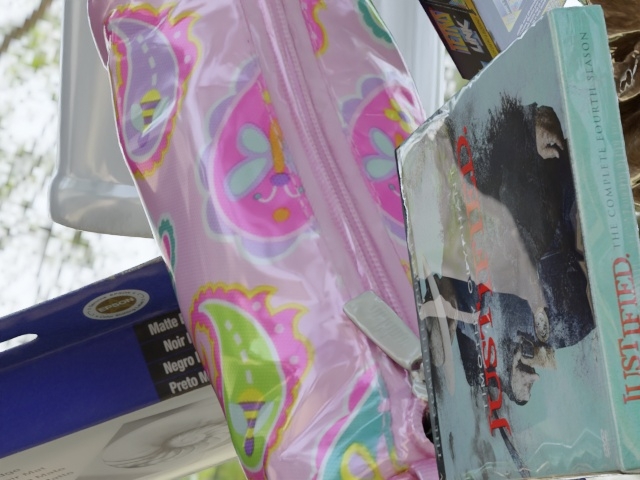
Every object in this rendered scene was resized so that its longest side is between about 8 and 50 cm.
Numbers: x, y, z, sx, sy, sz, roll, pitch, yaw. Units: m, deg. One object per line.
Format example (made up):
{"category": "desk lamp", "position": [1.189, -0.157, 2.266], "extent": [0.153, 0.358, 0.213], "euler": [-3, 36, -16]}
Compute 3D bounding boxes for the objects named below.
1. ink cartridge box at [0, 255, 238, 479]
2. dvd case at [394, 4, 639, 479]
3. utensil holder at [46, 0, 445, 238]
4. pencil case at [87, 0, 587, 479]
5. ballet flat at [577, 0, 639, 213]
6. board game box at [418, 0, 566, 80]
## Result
{"category": "ink cartridge box", "position": [-0.127, 0.090, 0.817], "extent": [0.223, 0.045, 0.224], "euler": [-21, -20, 9]}
{"category": "dvd case", "position": [0.040, 0.009, 0.359], "extent": [0.013, 0.087, 0.119], "euler": [-6, -8, -11]}
{"category": "utensil holder", "position": [-0.053, -0.203, 1.370], "extent": [0.327, 0.386, 0.327], "euler": [2, 7, 0]}
{"category": "pencil case", "position": [0.000, 0.000, 0.631], "extent": [0.124, 0.284, 0.124], "euler": [-14, -33, -10]}
{"category": "ballet flat", "position": [0.164, -0.088, 0.666], "extent": [0.124, 0.116, 0.342], "euler": [30, -18, 20]}
{"category": "board game box", "position": [0.122, -0.204, 1.066], "extent": [0.048, 0.170, 0.141], "euler": [18, -22, 33]}
